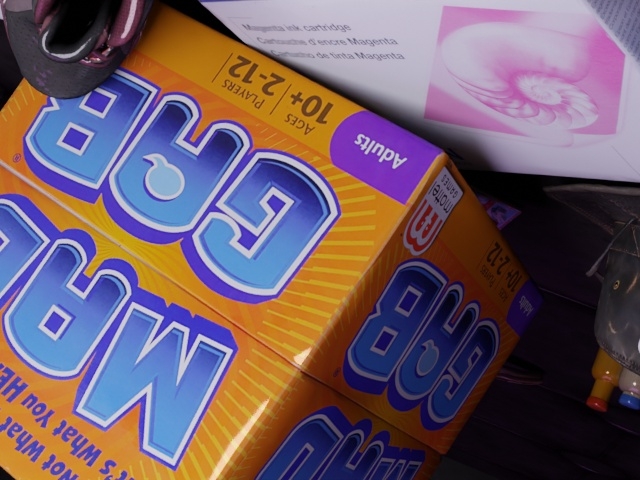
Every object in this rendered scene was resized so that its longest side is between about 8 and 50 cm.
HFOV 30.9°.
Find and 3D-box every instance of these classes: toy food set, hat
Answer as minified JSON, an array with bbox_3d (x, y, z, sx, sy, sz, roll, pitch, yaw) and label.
[{"bbox_3d":[0.409,0.160,1.248,0.232,0.104,0.111,19,165,20],"label":"toy food set"},{"bbox_3d":[0.305,0.059,0.909,0.331,0.134,0.331,23,177,1],"label":"hat"}]

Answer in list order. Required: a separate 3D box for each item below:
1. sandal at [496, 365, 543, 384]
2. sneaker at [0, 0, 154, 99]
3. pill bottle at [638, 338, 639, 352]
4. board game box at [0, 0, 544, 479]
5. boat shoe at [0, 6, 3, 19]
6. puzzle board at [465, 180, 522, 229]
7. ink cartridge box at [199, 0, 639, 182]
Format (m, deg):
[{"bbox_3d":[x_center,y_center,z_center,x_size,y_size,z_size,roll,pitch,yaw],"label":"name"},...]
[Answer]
[{"bbox_3d":[0.243,0.178,1.705,0.180,0.049,0.072,10,172,-5],"label":"sandal"},{"bbox_3d":[-0.163,-0.151,0.752,0.106,0.162,0.281,18,141,-14],"label":"sneaker"},{"bbox_3d":[0.245,-0.030,0.606,0.124,0.221,0.124,23,165,6],"label":"pill bottle"},{"bbox_3d":[-0.081,0.061,0.992,0.356,0.356,0.356,31,175,29],"label":"board game box"},{"bbox_3d":[-0.348,-0.259,0.890,0.335,0.121,0.119,9,155,12],"label":"boat shoe"},{"bbox_3d":[0.142,-0.033,1.174,0.096,0.011,0.128,24,165,-2],"label":"puzzle board"},{"bbox_3d":[0.076,-0.145,0.776,0.324,0.071,0.330,9,160,46],"label":"ink cartridge box"}]
